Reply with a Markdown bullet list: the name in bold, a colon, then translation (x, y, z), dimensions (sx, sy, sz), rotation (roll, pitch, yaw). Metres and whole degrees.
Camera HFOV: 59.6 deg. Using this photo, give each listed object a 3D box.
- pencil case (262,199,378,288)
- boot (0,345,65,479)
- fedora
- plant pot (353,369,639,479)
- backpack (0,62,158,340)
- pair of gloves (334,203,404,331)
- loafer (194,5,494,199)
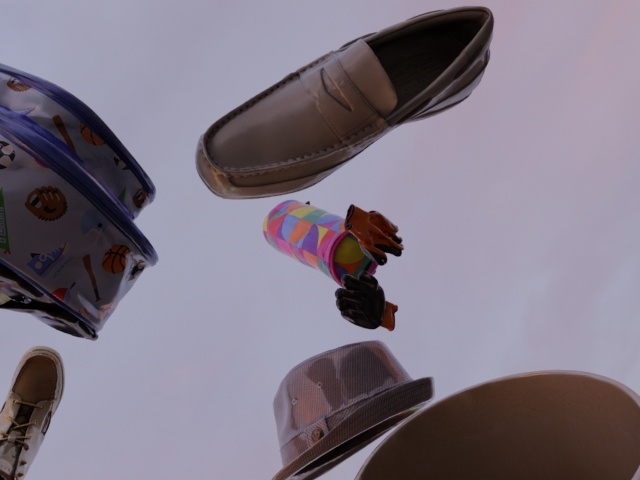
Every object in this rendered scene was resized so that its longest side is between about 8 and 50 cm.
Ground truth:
- **pencil case**: translation (0.000, 0.000, 0.856), dimensions (0.104, 0.236, 0.105), rotation (-8, -73, -27)
- **boot**: translation (-0.432, 0.273, 0.796), dimensions (0.077, 0.165, 0.213), rotation (18, -84, -15)
- **fedora**: translation (0.020, 0.227, 0.769), dimensions (0.243, 0.124, 0.275), rotation (1, -39, -50)
- **plant pot**: translation (0.196, 0.295, 0.472), dimensions (0.256, 0.256, 0.274), rotation (-28, -85, -21)
- **backpack**: translation (-0.286, -0.032, 0.553), dimensions (0.213, 0.263, 0.276), rotation (-52, -34, -11)
- **pair of gloves**: translation (0.036, 0.020, 0.395), dimensions (0.074, 0.010, 0.084), rotation (25, -110, -47)
- **loafer**: translation (0.027, -0.140, 0.531), dimensions (0.319, 0.112, 0.111), rotation (-30, -15, -17)
